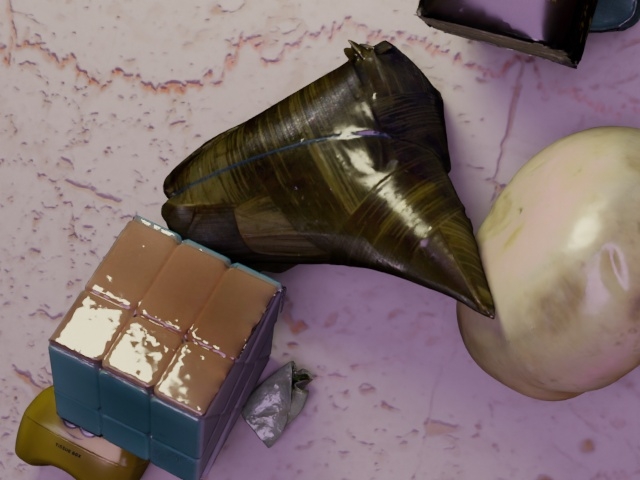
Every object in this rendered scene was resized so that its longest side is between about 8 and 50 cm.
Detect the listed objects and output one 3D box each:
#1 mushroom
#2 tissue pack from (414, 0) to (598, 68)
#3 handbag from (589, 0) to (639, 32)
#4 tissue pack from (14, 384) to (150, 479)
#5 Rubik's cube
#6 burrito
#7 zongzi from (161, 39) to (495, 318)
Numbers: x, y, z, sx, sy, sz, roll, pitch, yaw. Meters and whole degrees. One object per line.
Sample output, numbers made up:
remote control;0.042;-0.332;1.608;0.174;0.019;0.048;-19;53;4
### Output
mushroom;0.328;0.039;1.739;0.325;0.353;0.353;-1;91;33
tissue pack;0.259;-0.415;1.677;0.210;0.198;0.369;18;95;17
handbag;0.298;-0.401;1.821;0.269;0.100;0.274;3;90;16
tissue pack;-0.322;0.271;1.948;0.178;0.123;0.127;26;95;11
Rubik's cube;-0.199;0.145;1.829;0.225;0.231;0.221;25;58;8
burrito;-0.056;0.221;1.930;0.118;0.044;0.074;-44;84;11
zongzi;0.000;0.000;1.770;0.403;0.208;0.432;-27;52;15
